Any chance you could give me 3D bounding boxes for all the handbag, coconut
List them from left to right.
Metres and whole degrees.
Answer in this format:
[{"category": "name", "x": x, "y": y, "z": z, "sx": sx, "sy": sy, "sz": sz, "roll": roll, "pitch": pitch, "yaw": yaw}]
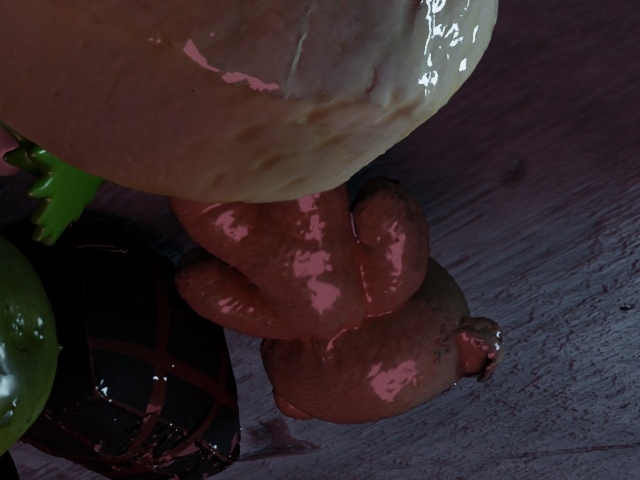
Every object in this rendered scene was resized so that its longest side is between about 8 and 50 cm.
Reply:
[{"category": "handbag", "x": -0.157, "y": 0.094, "z": 0.928, "sx": 0.155, "sy": 0.169, "sz": 0.215, "roll": -23, "pitch": 147, "yaw": 19}, {"category": "coconut", "x": -0.052, "y": -0.139, "z": 0.506, "sx": 0.259, "sy": 0.259, "sz": 0.259, "roll": -8, "pitch": 150, "yaw": -5}]

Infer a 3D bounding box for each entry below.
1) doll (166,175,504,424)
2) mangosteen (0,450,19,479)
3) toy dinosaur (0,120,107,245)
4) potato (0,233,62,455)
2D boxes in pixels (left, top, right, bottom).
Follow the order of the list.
[{"category": "doll", "x": 0.000, "y": 0.000, "z": 0.892, "sx": 0.201, "sy": 0.156, "sz": 0.303, "roll": -16, "pitch": 122, "yaw": 24}, {"category": "mangosteen", "x": -0.373, "y": 0.235, "z": 1.077, "sx": 0.243, "sy": 0.243, "sz": 0.243, "roll": -8, "pitch": 150, "yaw": -5}, {"category": "toy dinosaur", "x": -0.182, "y": -0.096, "z": 0.680, "sx": 0.177, "sy": 0.152, "sz": 0.194, "roll": 25, "pitch": 142, "yaw": 14}, {"category": "potato", "x": -0.317, "y": 0.054, "z": 0.746, "sx": 0.304, "sy": 0.215, "sz": 0.216, "roll": 20, "pitch": 146, "yaw": 0}]
